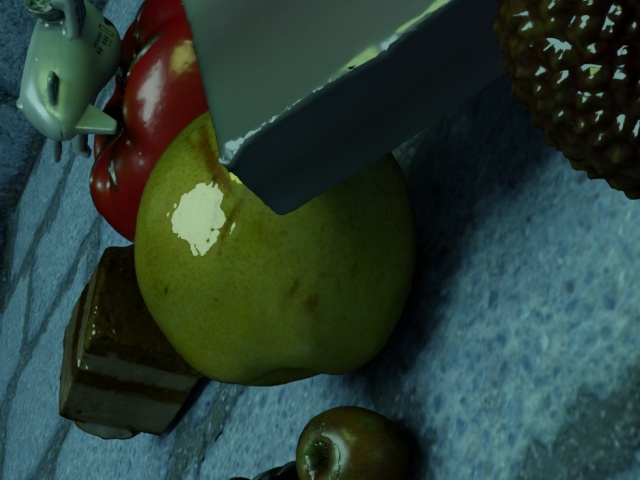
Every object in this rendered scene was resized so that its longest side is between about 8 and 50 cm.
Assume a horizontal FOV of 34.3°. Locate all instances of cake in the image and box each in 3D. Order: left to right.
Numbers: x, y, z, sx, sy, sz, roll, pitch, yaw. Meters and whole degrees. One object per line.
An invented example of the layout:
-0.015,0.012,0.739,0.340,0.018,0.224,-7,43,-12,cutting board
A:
-0.291,0.174,1.615,0.198,0.196,0.293,-96,28,-44,cake

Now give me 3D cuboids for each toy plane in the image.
-0.318,-0.219,1.328,0.267,0.123,0.266,-179,90,-81,toy plane

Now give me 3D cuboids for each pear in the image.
-0.045,0.001,1.089,0.314,0.314,0.314,-44,37,47,pear

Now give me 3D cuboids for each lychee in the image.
0.233,-0.159,0.683,0.271,0.271,0.271,-44,37,47,lychee

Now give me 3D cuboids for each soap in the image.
0.020,-0.207,0.930,0.285,0.107,0.296,-32,42,15,soap

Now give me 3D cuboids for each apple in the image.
0.034,0.210,1.012,0.114,0.102,0.099,-28,62,48,apple

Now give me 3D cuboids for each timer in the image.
-0.158,-0.159,1.435,0.378,0.279,0.378,-44,39,50,timer

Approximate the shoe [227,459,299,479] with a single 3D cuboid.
-0.056,0.288,1.136,0.227,0.099,0.125,23,103,60,shoe
